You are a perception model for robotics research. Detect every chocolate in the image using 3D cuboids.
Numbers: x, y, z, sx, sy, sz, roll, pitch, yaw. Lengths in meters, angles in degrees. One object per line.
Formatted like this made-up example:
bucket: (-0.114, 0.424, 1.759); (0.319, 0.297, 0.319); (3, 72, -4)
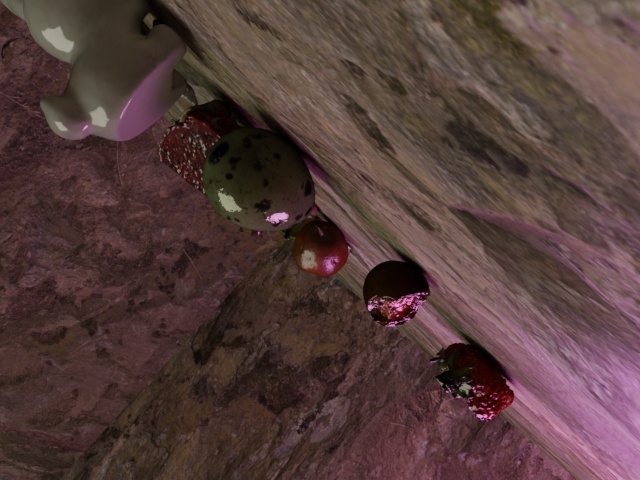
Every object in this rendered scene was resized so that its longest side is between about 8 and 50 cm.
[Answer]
chocolate: (0.150, 0.097, 1.297); (0.124, 0.133, 0.127); (-26, -92, -50)

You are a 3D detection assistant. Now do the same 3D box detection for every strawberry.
strawberry: (0.379, 0.324, 1.600); (0.286, 0.106, 0.188); (28, -150, -44)

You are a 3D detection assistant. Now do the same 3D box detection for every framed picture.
framed picture: (-0.388, -0.415, 1.743); (0.173, 0.010, 0.231); (38, 177, -4)

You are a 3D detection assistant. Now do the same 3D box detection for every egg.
egg: (-0.103, -0.102, 1.214); (0.228, 0.177, 0.177); (29, -174, -40)

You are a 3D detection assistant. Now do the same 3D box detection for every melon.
melon: (-0.083, -0.066, 1.898); (0.210, 0.118, 0.064); (54, 164, 13)

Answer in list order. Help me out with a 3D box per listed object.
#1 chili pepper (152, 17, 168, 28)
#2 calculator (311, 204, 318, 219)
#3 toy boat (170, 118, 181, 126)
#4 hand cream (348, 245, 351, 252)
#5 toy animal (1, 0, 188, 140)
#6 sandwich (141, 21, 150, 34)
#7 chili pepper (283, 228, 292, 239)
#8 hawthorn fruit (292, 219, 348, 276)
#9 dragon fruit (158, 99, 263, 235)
chili pepper: (-0.271, -0.355, 1.193); (0.091, 0.030, 0.034); (75, 172, -79)
calculator: (-0.128, -0.164, 1.736); (0.329, 0.048, 0.220); (41, 175, -10)
toy boat: (-0.370, -0.300, 2.015); (0.142, 0.129, 0.309); (27, -171, -44)
hand cream: (0.058, 0.023, 1.948); (0.076, 0.047, 0.174); (42, 167, 14)
toy animal: (-0.400, -0.334, 1.101); (0.368, 0.241, 0.196); (51, 158, 4)
sandwich: (-0.383, -0.459, 1.343); (0.074, 0.074, 0.117); (41, 144, 28)
chili pepper: (-0.147, -0.136, 1.539); (0.368, 0.137, 0.092); (40, 153, 28)
hawthorn fruit: (0.011, 0.008, 1.752); (0.149, 0.149, 0.189); (42, 135, 8)
dragon fruit: (-0.180, -0.189, 1.401); (0.317, 0.152, 0.205); (38, 145, 21)
